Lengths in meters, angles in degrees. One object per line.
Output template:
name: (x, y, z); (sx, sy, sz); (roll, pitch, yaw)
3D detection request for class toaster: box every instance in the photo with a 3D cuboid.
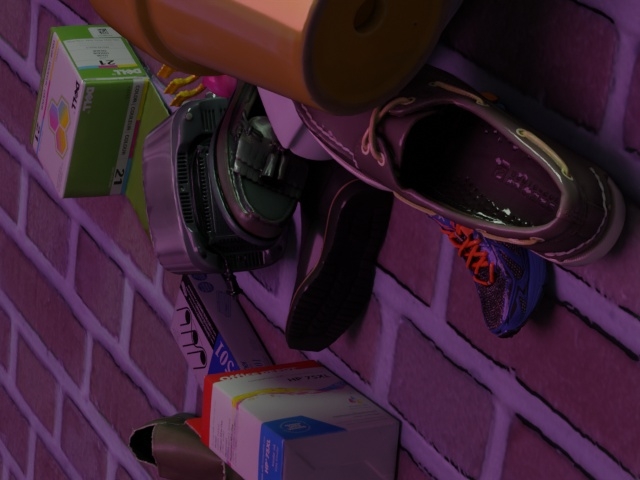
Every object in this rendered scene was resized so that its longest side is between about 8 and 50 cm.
toaster: (-0.118, -0.046, 2.020); (0.146, 0.129, 0.227); (169, 93, -66)

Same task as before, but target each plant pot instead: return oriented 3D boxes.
plant pot: (-0.030, -0.227, 1.495); (0.239, 0.254, 0.254); (37, 128, 36)

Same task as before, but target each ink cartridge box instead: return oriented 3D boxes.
ink cartridge box: (-0.110, 0.131, 2.117); (0.207, 0.046, 0.097); (56, 142, 42)
ink cartridge box: (-0.273, -0.128, 2.327); (0.255, 0.097, 0.189); (57, 141, 43)
ink cartridge box: (-0.034, 0.187, 1.887); (0.231, 0.134, 0.078); (31, 122, 56)

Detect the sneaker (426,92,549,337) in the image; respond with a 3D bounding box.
sneaker: (0.130, -0.019, 1.593); (0.083, 0.087, 0.221); (-43, 57, 57)

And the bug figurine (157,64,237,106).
bug figurine: (-0.107, -0.256, 1.790); (0.279, 0.072, 0.216); (-41, 63, 53)

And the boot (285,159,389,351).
boot: (0.000, 0.000, 1.873); (0.198, 0.076, 0.137); (-65, 34, 23)

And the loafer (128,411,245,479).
loafer: (-0.154, 0.259, 2.175); (0.251, 0.087, 0.094); (0, 95, 62)

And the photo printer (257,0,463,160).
photo printer: (0.022, -0.260, 1.737); (0.307, 0.107, 0.256); (-53, 49, 52)

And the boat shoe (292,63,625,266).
boat shoe: (0.095, -0.078, 1.512); (0.324, 0.096, 0.117); (31, 96, 31)

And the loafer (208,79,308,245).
loafer: (-0.051, -0.116, 1.853); (0.084, 0.096, 0.268); (-46, 29, 38)
